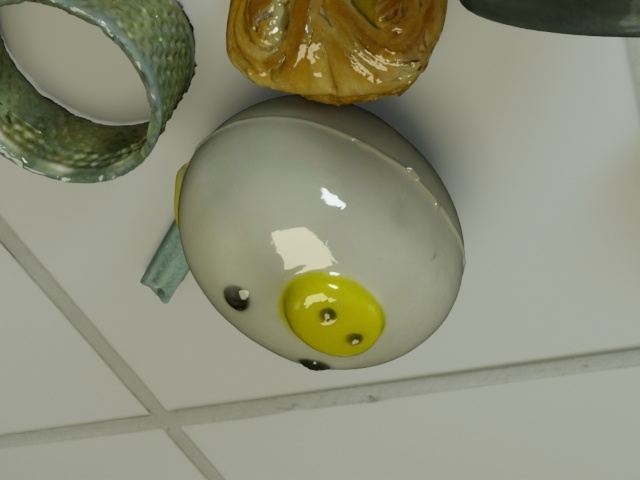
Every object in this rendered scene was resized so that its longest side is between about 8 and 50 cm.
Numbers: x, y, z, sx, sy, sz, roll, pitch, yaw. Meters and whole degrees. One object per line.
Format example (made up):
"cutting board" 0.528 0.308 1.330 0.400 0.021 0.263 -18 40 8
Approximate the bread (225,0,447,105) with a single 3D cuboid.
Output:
"bread" 0.019 -0.246 0.826 0.236 0.198 0.120 4 169 19

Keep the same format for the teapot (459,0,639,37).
"teapot" 0.253 -0.361 0.561 0.305 0.376 0.361 29 133 42

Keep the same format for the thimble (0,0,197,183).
"thimble" -0.300 -0.211 0.952 0.271 0.150 0.270 6 133 6

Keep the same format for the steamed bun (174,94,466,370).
"steamed bun" 0.002 -0.005 0.969 0.334 0.334 0.374 -25 125 30

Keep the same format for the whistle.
"whistle" -0.198 -0.010 1.177 0.062 0.062 0.312 27 132 -12
